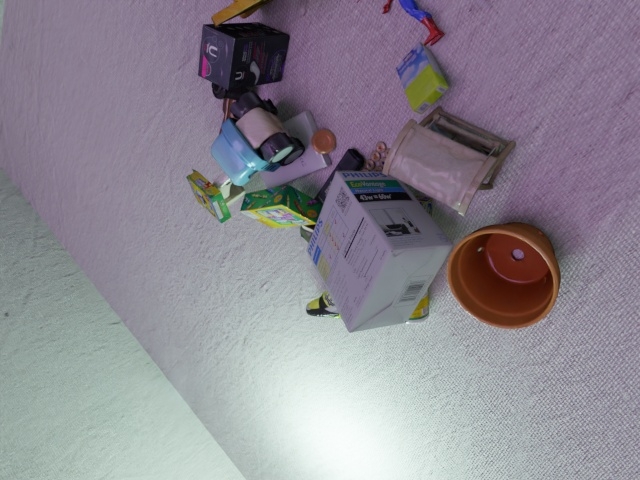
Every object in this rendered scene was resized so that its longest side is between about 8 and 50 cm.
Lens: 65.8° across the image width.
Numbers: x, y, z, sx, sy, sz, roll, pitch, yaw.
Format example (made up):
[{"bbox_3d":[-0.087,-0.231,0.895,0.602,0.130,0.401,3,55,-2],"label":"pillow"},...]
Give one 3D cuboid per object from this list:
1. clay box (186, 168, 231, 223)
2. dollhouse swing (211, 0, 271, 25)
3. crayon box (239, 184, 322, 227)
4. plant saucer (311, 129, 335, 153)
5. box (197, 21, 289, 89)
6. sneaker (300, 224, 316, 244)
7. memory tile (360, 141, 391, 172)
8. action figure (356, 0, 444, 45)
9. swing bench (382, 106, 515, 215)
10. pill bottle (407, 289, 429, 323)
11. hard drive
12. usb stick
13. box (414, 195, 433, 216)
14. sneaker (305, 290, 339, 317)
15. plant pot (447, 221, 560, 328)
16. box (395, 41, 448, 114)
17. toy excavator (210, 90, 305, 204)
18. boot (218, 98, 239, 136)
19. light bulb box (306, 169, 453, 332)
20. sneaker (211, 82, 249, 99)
[{"bbox_3d":[-0.420,-0.167,1.825,0.222,0.053,0.127,37,153,39],"label":"clay box"},{"bbox_3d":[-0.185,-0.831,1.441,0.347,0.305,0.315,-6,107,40],"label":"dollhouse swing"},{"bbox_3d":[-0.147,-0.118,1.803,0.279,0.165,0.081,-3,66,49],"label":"crayon box"},{"bbox_3d":[0.010,-0.336,1.686,0.084,0.013,0.083,0,98,1],"label":"plant saucer"},{"bbox_3d":[-0.249,-0.607,1.615,0.143,0.270,0.165,31,126,22],"label":"box"},{"bbox_3d":[0.000,0.000,1.856,0.192,0.064,0.086,34,135,20],"label":"sneaker"},{"bbox_3d":[0.200,-0.241,1.620,0.113,0.012,0.148,42,130,15],"label":"memory tile"},{"bbox_3d":[0.205,-0.644,1.372,0.139,0.091,0.280,-32,90,33],"label":"action figure"},{"bbox_3d":[0.351,-0.225,1.351,0.253,0.255,0.165,32,126,21],"label":"swing bench"},{"bbox_3d":[0.303,0.163,1.662,0.118,0.118,0.208,8,116,34],"label":"pill bottle"},{"bbox_3d":[-0.120,-0.321,1.805,0.308,0.040,0.203,-16,101,41],"label":"hard drive"},{"bbox_3d":[0.060,-0.203,1.721,0.077,0.045,0.278,47,131,12],"label":"usb stick"},{"bbox_3d":[0.320,-0.054,1.588,0.059,0.054,0.168,14,119,32],"label":"box"},{"bbox_3d":[0.093,0.212,1.857,0.385,0.145,0.147,-19,68,43],"label":"sneaker"},{"bbox_3d":[0.531,0.074,1.390,0.291,0.203,0.290,16,118,31],"label":"plant pot"},{"bbox_3d":[0.282,-0.457,1.392,0.109,0.042,0.178,-42,49,40],"label":"box"},{"bbox_3d":[-0.286,-0.276,1.753,0.445,0.433,0.222,-36,87,13],"label":"toy excavator"},{"bbox_3d":[-0.307,-0.416,1.866,0.115,0.112,0.305,19,119,17],"label":"boot"},{"bbox_3d":[0.160,0.025,1.535,0.361,0.225,0.357,61,143,39],"label":"light bulb box"},{"bbox_3d":[-0.328,-0.621,1.771,0.109,0.130,0.286,-28,66,50],"label":"sneaker"}]
